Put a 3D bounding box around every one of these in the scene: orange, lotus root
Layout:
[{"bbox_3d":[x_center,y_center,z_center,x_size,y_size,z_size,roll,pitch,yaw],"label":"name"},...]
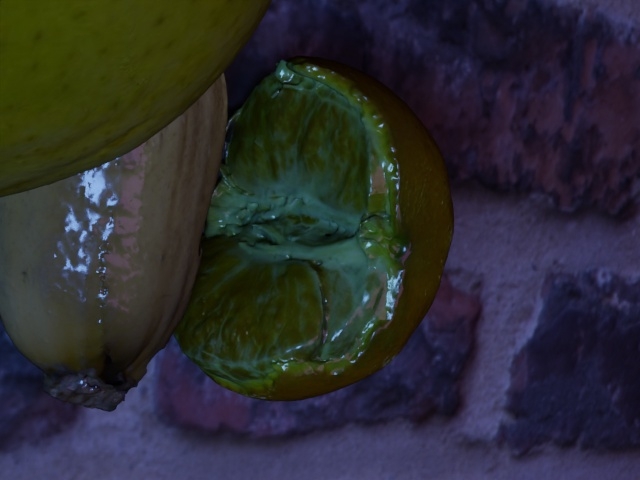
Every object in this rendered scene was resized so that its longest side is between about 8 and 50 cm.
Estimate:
[{"bbox_3d":[0.005,-0.001,1.133,0.158,0.179,0.237,14,91,-41],"label":"orange"},{"bbox_3d":[-0.136,-0.044,1.025,0.146,0.131,0.303,-6,108,-66],"label":"lotus root"}]

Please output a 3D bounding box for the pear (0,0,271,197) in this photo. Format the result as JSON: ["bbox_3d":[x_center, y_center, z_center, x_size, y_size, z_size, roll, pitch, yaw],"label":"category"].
[{"bbox_3d":[-0.184,-0.194,0.785,0.418,0.362,0.362,-49,135,-55],"label":"pear"}]
